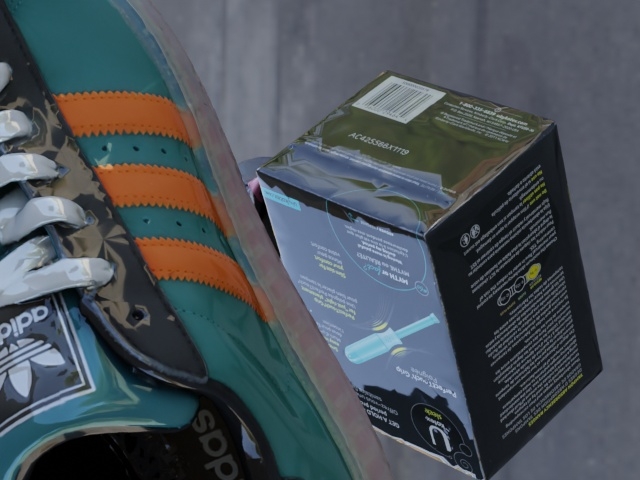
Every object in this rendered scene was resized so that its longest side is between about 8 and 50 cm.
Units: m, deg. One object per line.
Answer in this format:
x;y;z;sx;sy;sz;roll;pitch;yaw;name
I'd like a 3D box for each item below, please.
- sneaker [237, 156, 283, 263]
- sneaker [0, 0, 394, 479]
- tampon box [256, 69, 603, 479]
-0.018;-0.013;1.274;0.319;0.112;0.131;-127;15;-59;sneaker
-0.079;0.010;0.556;0.302;0.108;0.121;56;-161;-5;sneaker
0.058;0.017;0.907;0.120;0.101;0.161;23;140;41;tampon box
